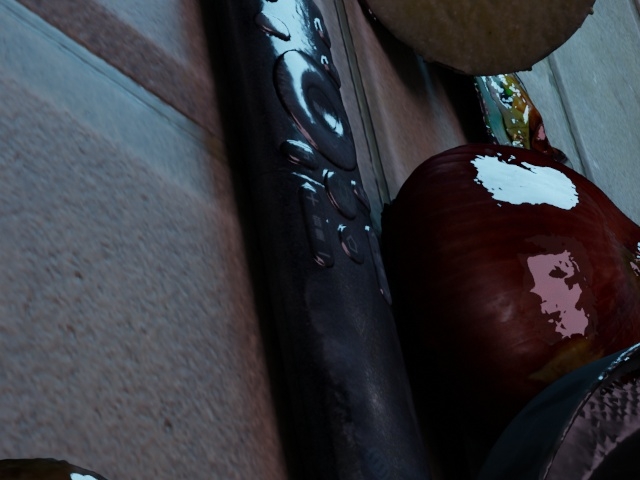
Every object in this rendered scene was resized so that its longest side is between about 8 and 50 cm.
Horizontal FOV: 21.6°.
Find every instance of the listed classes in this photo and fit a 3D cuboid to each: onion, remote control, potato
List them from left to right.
[{"bbox_3d":[0.000,0.000,0.949,0.107,0.044,0.378,38,33,-50],"label":"remote control"},{"bbox_3d":[0.120,-0.212,1.304,0.202,0.182,0.117,40,-2,10],"label":"potato"},{"bbox_3d":[0.137,0.039,1.067,0.248,0.161,0.248,42,11,-10],"label":"onion"}]

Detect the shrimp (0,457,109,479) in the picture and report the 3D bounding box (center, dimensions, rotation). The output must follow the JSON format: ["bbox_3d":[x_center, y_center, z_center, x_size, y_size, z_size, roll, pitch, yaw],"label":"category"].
[{"bbox_3d":[-0.053,0.230,0.499,0.145,0.116,0.343,-6,72,-40],"label":"shrimp"}]

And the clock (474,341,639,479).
[{"bbox_3d":[0.227,0.237,0.917,0.386,0.076,0.386,13,68,-34],"label":"clock"}]

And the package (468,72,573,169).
[{"bbox_3d":[0.147,-0.131,1.403,0.166,0.040,0.232,15,51,-59],"label":"package"}]
